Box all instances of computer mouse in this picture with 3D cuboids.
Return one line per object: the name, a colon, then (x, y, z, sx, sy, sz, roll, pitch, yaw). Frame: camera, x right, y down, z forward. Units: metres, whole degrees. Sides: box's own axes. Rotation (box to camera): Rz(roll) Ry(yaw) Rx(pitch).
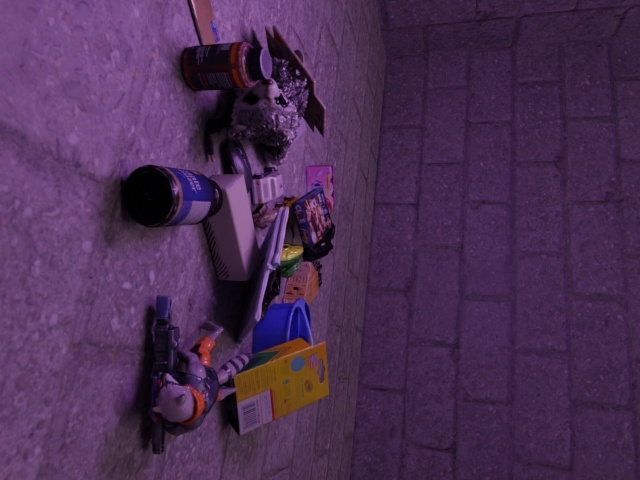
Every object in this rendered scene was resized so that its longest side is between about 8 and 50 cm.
computer mouse: (-0.243, -0.219, 1.291, 0.184, 0.060, 0.262, -49, 138, -66)

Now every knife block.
knife block: (-0.059, 0.198, 1.913, 0.242, 0.088, 0.276, 64, 31, -57)

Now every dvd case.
dvd case: (-0.107, -0.474, 1.779, 0.239, 0.029, 0.180, -63, 150, -57)

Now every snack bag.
snack bag: (-0.168, 0.112, 1.356, 0.323, 0.037, 0.343, 128, -25, -61)

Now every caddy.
caddy: (-0.109, 0.368, 1.610, 0.241, 0.179, 0.342, -6, 98, -74)

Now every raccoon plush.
raccoon plush: (-0.122, -0.291, 1.331, 0.446, 0.215, 0.299, 67, 18, -55)

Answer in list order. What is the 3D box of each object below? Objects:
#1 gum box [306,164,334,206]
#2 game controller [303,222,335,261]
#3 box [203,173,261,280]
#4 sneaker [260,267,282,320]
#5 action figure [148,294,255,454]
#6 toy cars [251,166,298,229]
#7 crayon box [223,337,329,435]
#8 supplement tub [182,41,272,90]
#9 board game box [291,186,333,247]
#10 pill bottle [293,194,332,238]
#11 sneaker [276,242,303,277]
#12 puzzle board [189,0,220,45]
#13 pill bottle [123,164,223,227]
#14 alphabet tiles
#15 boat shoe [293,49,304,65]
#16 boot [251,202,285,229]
gum box: (0.000, -0.230, 2.033, 0.062, 0.107, 0.189, -43, 133, -68)
game controller: (0.000, 0.000, 2.121, 0.319, 0.067, 0.167, -16, 111, -73)
box: (-0.242, -0.032, 1.258, 0.113, 0.094, 0.275, -62, 149, -57)
sneaker: (-0.170, 0.175, 1.522, 0.051, 0.089, 0.170, 27, 59, -42)
action figure: (-0.276, 0.283, 1.055, 0.330, 0.178, 0.342, -49, 141, -79)
toy cars: (-0.129, -0.143, 1.639, 0.394, 0.087, 0.177, 55, 40, -64)
crayon box: (-0.126, 0.429, 1.420, 0.318, 0.081, 0.203, -12, 108, -32)
supplement tub: (-0.219, -0.413, 1.110, 0.106, 0.197, 0.106, 3, 90, -73)
board game box: (-0.025, -0.090, 1.717, 0.243, 0.042, 0.165, -46, 123, -64)
pill bottle: (-0.031, -0.098, 1.919, 0.221, 0.121, 0.121, -64, 151, -55)
sneaker: (-0.112, 0.073, 1.645, 0.295, 0.109, 0.124, 1, 96, -83)
puzzle board: (-0.292, -0.556, 1.176, 0.096, 0.011, 0.128, -70, 156, -50)
pill bottle: (-0.302, -0.092, 0.999, 0.219, 0.122, 0.123, -15, 106, -73)
alphabet tiles: (-0.078, -0.496, 1.471, 0.343, 0.011, 0.285, 57, -9, 14)
boat shoe: (-0.094, -0.652, 1.754, 0.049, 0.056, 0.153, 49, 46, -74)
boot: (-0.171, -0.090, 1.503, 0.118, 0.042, 0.087, -45, 144, -15)
